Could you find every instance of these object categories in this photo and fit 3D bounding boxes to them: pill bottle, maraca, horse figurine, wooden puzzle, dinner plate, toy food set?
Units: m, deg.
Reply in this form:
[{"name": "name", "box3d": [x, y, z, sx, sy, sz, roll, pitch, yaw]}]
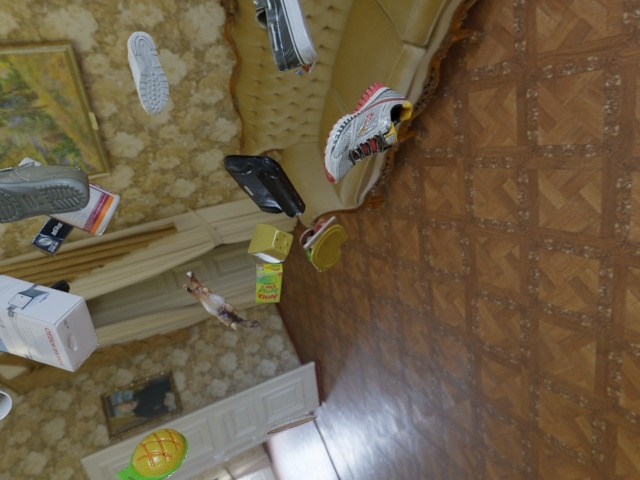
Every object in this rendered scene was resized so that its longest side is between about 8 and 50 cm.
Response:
[{"name": "pill bottle", "box3d": [-0.634, -0.108, 1.023, 0.121, 0.221, 0.121, -40, 34, 35]}, {"name": "maraca", "box3d": [-0.410, 0.544, 1.014, 0.127, 0.185, 0.099, 12, 113, 15]}, {"name": "horse figurine", "box3d": [-0.300, 0.184, 1.187, 0.263, 0.066, 0.174, 38, 165, -5]}, {"name": "wooden puzzle", "box3d": [-0.045, -0.634, 1.448, 0.014, 0.079, 0.116, 29, 105, 33]}, {"name": "dinner plate", "box3d": [-0.075, 0.469, 1.057, 0.141, 0.141, 0.017, 113, 144, -57]}, {"name": "toy food set", "box3d": [0.000, 0.000, 1.109, 0.071, 0.128, 0.218, 36, 170, 26]}]

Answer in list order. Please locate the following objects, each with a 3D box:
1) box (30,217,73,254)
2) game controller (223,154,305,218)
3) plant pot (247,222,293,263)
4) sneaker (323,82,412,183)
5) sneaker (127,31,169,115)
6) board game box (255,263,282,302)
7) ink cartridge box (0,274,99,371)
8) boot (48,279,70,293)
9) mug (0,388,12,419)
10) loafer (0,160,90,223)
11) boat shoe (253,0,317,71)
[{"name": "box", "box3d": [-0.941, -0.024, 1.454, 0.078, 0.147, 0.180, 34, 158, -26]}, {"name": "game controller", "box3d": [-0.156, -0.155, 1.203, 0.167, 0.067, 0.319, 15, 163, 20]}, {"name": "plant pot", "box3d": [-0.111, 0.005, 0.988, 0.083, 0.081, 0.081, -6, 64, 53]}, {"name": "sneaker", "box3d": [0.084, -0.190, 0.734, 0.093, 0.225, 0.088, 31, 164, 22]}, {"name": "sneaker", "box3d": [-0.529, -0.499, 1.248, 0.095, 0.090, 0.234, 7, 107, 47]}, {"name": "board game box", "box3d": [-0.194, 0.162, 1.533, 0.181, 0.092, 0.043, 101, 164, -44]}, {"name": "ink cartridge box", "box3d": [-0.551, 0.162, 0.798, 0.082, 0.191, 0.139, -67, -13, -54]}, {"name": "boot", "box3d": [-0.961, 0.270, 1.550, 0.207, 0.094, 0.246, 40, -169, -13]}, {"name": "mug", "box3d": [-0.638, 0.310, 0.777, 0.064, 0.078, 0.062, 8, 112, 44]}, {"name": "loafer", "box3d": [-0.555, -0.094, 0.770, 0.087, 0.252, 0.094, -98, 8, -48]}, {"name": "boat shoe", "box3d": [-0.109, -0.570, 1.008, 0.121, 0.119, 0.334, 44, -151, -70]}]
